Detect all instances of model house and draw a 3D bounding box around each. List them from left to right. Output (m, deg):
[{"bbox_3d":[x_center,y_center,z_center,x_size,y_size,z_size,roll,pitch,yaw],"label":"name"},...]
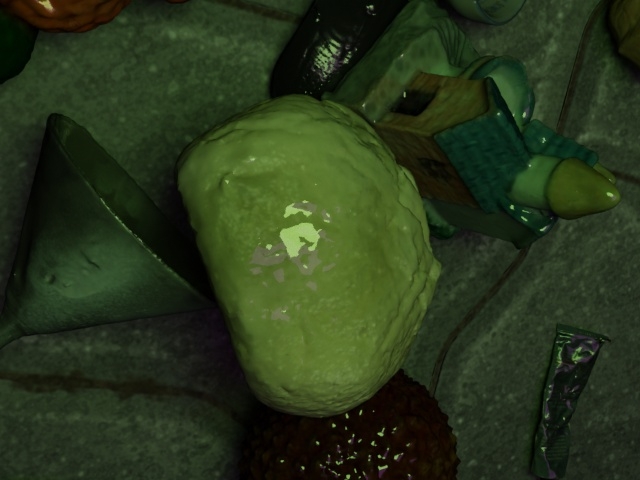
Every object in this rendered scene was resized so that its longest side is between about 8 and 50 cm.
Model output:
[{"bbox_3d":[0.213,-0.110,0.876,0.194,0.325,0.267,-50,127,-11],"label":"model house"}]

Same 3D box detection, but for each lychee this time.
[{"bbox_3d":[0.033,0.280,0.977,0.276,0.304,0.275,2,96,20],"label":"lychee"}]

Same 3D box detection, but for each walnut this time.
[{"bbox_3d":[0.471,-0.296,1.055,0.167,0.149,0.166,-1,87,12],"label":"walnut"}]

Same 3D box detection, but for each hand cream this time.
[{"bbox_3d":[0.368,0.253,1.192,0.075,0.052,0.247,9,99,-21],"label":"hand cream"}]

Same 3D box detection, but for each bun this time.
[{"bbox_3d":[0.000,0.000,0.831,0.227,0.349,0.352,-19,132,5],"label":"bun"}]

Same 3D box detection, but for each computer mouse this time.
[{"bbox_3d":[0.025,-0.233,0.953,0.122,0.073,0.217,33,88,-24],"label":"computer mouse"}]

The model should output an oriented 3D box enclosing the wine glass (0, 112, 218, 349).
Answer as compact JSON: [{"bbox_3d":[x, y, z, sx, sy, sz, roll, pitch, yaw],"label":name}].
[{"bbox_3d":[-0.329,0.098,0.823,0.406,0.267,0.267,-42,112,-2],"label":"wine glass"}]

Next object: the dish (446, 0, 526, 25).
[{"bbox_3d":[0.163,-0.395,0.928,0.273,0.134,0.273,-27,123,-53],"label":"dish"}]

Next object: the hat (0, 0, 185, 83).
[{"bbox_3d":[-0.262,-0.327,0.759,0.400,0.285,0.285,-26,110,3],"label":"hat"}]
